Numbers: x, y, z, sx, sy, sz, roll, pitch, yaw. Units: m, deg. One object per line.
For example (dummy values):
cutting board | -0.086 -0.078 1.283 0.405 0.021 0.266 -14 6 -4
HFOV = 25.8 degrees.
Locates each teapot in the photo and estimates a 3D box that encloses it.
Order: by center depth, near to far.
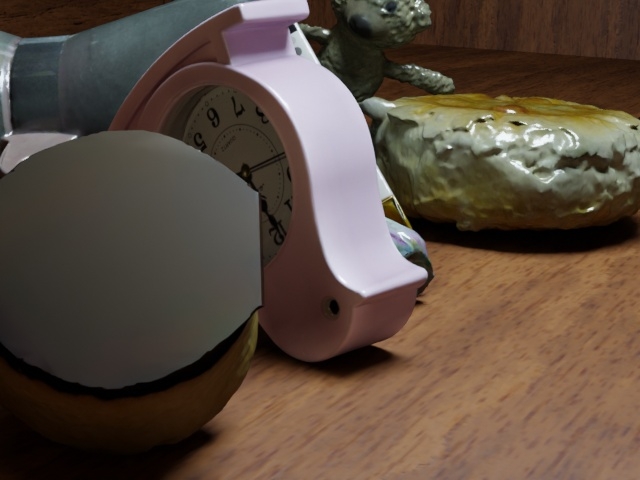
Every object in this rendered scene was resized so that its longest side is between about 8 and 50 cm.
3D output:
teapot | -0.201 -0.131 1.506 0.344 0.253 0.300 -4 32 5

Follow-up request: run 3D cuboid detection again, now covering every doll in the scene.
doll | 0.023 -0.193 1.616 0.286 0.202 0.091 -33 11 38

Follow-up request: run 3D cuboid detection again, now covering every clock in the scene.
clock | -0.070 -0.010 1.124 0.080 0.275 0.290 -16 -14 -46

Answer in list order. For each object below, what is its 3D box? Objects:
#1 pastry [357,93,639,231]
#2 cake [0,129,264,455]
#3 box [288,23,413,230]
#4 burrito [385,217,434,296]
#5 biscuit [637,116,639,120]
pastry | 0.208 -0.083 1.507 0.330 0.136 0.329 3 11 -1
cake | -0.127 0.051 0.903 0.208 0.178 0.185 22 60 16
box | 0.024 -0.095 1.358 0.033 0.247 0.129 -28 -22 2
burrito | 0.000 0.000 1.259 0.144 0.089 0.229 -12 17 -38
biscuit | 0.596 -0.103 1.757 0.407 0.091 0.407 0 16 0
